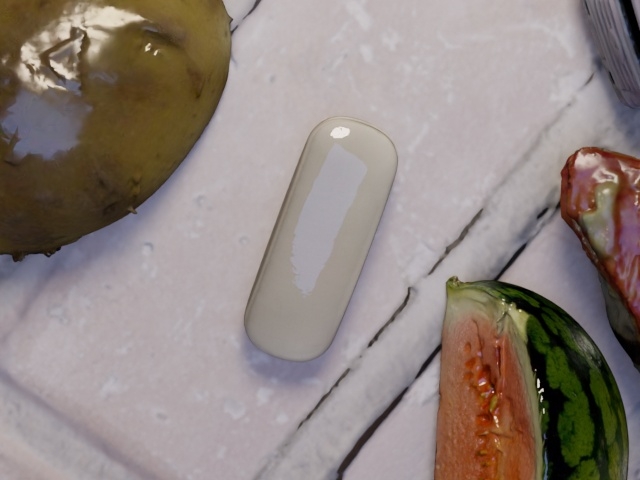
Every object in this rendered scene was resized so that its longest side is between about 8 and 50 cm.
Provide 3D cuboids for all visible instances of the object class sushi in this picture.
[{"bbox_3d":[0.298,0.056,1.198,0.124,0.130,0.332,-29,98,6],"label":"sushi"}]

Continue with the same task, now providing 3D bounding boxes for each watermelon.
[{"bbox_3d":[0.167,0.184,1.170,0.159,0.128,0.304,3,90,8],"label":"watermelon"}]

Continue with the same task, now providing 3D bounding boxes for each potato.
[{"bbox_3d":[-0.209,-0.117,1.117,0.299,0.116,0.239,-39,98,2],"label":"potato"}]

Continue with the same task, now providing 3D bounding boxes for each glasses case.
[{"bbox_3d":[0.000,0.000,1.187,0.081,0.051,0.204,20,100,-8],"label":"glasses case"}]

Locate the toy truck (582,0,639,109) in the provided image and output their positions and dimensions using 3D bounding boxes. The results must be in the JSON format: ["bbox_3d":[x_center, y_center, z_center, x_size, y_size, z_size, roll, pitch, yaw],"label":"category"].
[{"bbox_3d":[0.387,-0.216,1.117,0.363,0.178,0.177,-22,104,2],"label":"toy truck"}]
